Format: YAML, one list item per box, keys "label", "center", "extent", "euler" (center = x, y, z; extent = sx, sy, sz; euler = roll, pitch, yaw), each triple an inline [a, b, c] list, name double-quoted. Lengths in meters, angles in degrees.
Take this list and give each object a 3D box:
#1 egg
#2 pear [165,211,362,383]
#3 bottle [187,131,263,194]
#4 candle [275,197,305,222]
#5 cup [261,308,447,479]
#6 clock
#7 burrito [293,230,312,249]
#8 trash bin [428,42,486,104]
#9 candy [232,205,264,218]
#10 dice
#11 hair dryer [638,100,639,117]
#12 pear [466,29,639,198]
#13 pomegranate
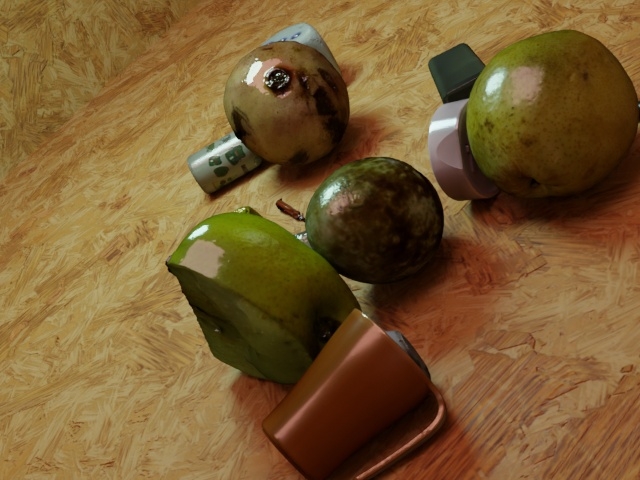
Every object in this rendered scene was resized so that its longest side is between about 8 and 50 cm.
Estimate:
- label: "egg"
  center: [0.095, -0.038, 1.661]
  extent: [0.238, 0.238, 0.290]
  euler: [-2, -4, 42]
- label: "pear"
  center: [-0.065, 0.111, 1.584]
  extent: [0.318, 0.342, 0.238]
  euler: [23, 62, 24]
- label: "bottle"
  center: [-0.221, -0.230, 2.402]
  extent: [0.253, 0.120, 0.120]
  euler: [-28, 30, 5]
- label: "candle"
  center: [-0.067, -0.067, 2.111]
  extent: [0.026, 0.021, 0.167]
  euler: [-20, 24, -20]
- label: "cup"
  center: [0.058, 0.257, 1.396]
  extent: [0.264, 0.182, 0.226]
  euler: [-44, 62, -7]
- label: "clock"
  center: [0.290, -0.177, 1.761]
  extent: [0.068, 0.196, 0.196]
  euler: [-7, 38, 39]
- label: "burrito"
  center: [0.000, 0.000, 1.913]
  extent: [0.275, 0.059, 0.082]
  euler: [-19, 39, 22]
- label: "trash bin"
  center: [0.325, -0.319, 1.973]
  extent: [0.122, 0.164, 0.240]
  euler: [-26, 30, 10]
- label: "candy"
  center: [-0.214, 0.008, 2.060]
  extent: [0.199, 0.106, 0.094]
  euler: [-34, 12, 7]
- label: "dice"
  center: [-0.064, -0.492, 2.568]
  extent: [0.192, 0.194, 0.193]
  euler: [-32, 28, -1]
- label: "hair dryer"
  center: [0.652, -0.274, 1.672]
  extent: [0.248, 0.114, 0.070]
  euler: [-6, 29, 50]
- label: "pear"
  center: [0.408, -0.213, 1.617]
  extent: [0.304, 0.304, 0.304]
  euler: [-24, 31, 15]
- label: "pomegranate"
  center: [-0.082, -0.338, 2.235]
  extent: [0.322, 0.322, 0.322]
  euler: [-24, 31, 15]
